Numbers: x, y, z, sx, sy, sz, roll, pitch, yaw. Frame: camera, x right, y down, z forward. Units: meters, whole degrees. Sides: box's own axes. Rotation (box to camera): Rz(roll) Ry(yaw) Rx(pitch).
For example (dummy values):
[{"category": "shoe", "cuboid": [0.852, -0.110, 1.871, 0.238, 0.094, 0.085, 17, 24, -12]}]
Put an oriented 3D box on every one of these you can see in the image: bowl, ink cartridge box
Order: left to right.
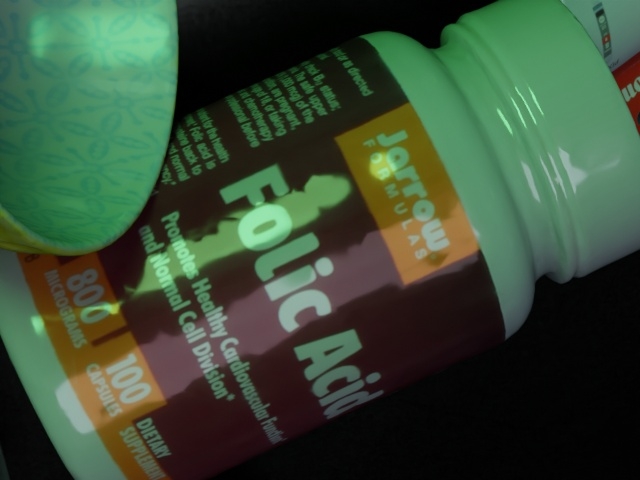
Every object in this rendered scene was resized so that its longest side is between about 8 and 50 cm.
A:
[{"category": "bowl", "cuboid": [-0.201, -0.130, 0.692, 0.156, 0.289, 0.289, -3, 122, 17]}, {"category": "ink cartridge box", "cuboid": [0.228, -0.152, 0.915, 0.145, 0.045, 0.179, -36, 112, -17]}]

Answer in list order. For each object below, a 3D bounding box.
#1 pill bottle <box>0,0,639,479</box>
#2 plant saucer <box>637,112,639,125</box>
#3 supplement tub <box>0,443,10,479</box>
[{"category": "pill bottle", "cuboid": [0.000, 0.000, 0.858, 0.392, 0.224, 0.224, -25, 121, -2]}, {"category": "plant saucer", "cuboid": [0.254, -0.119, 0.988, 0.119, 0.021, 0.119, -7, 119, -12]}, {"category": "supplement tub", "cuboid": [-0.375, 0.203, 0.847, 0.331, 0.241, 0.241, -14, 120, -8]}]
